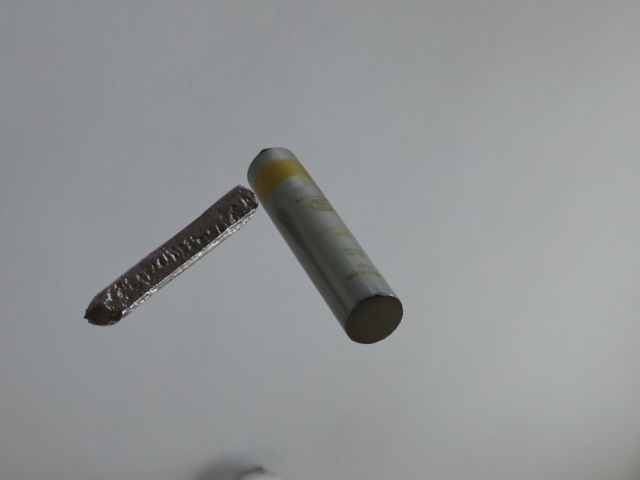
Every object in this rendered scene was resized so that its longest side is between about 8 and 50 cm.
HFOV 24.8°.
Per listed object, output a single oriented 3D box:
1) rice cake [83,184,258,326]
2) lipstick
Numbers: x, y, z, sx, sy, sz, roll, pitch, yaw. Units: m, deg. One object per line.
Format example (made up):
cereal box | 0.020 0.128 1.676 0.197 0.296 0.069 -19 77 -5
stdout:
rice cake | -0.136 0.015 1.349 0.207 0.036 0.047 -39 -11 -32
lipstick | 0.000 0.000 1.370 0.059 0.264 0.059 -13 -52 -17
